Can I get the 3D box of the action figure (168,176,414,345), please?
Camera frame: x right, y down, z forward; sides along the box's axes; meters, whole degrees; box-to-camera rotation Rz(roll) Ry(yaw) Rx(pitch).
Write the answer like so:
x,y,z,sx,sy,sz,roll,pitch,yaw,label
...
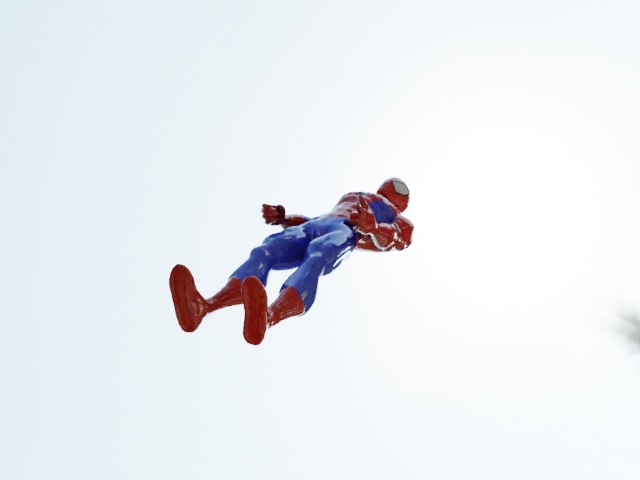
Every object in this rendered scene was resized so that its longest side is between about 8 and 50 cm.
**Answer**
x,y,z,sx,sy,sz,roll,pitch,yaw,label
0.000,0.000,0.433,0.115,0.038,0.030,-27,-64,-58,action figure
